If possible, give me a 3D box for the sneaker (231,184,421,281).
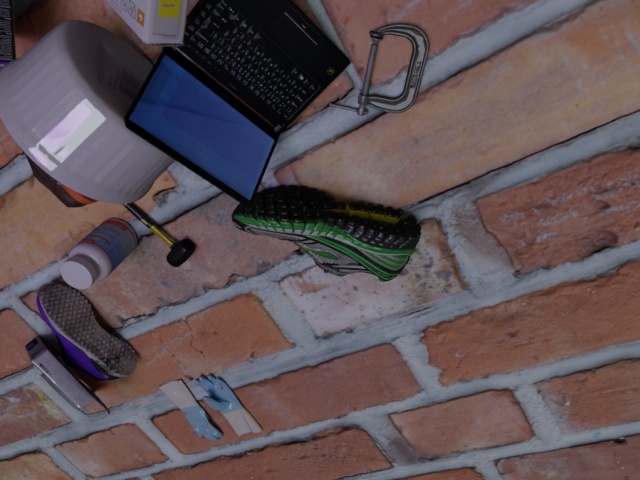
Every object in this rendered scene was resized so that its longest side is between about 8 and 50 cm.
[{"bbox_3d":[0.000,0.000,0.910,0.344,0.134,0.146,15,123,3],"label":"sneaker"}]

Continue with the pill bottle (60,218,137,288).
[{"bbox_3d":[-0.452,0.027,1.010,0.087,0.160,0.087,5,121,9],"label":"pill bottle"}]

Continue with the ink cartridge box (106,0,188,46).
[{"bbox_3d":[-0.250,-0.464,0.623,0.303,0.072,0.307,48,133,27],"label":"ink cartridge box"}]

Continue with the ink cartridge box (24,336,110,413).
[{"bbox_3d":[-0.641,0.348,1.243,0.223,0.045,0.224,-3,127,56],"label":"ink cartridge box"}]

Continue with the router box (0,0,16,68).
[{"bbox_3d":[-0.524,-0.371,0.792,0.046,0.179,0.133,-6,131,-34],"label":"router box"}]

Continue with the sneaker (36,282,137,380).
[{"bbox_3d":[-0.599,0.242,1.206,0.146,0.102,0.293,-24,111,29],"label":"sneaker"}]

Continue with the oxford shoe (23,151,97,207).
[{"bbox_3d":[-0.544,-0.175,0.953,0.098,0.097,0.271,-17,115,27],"label":"oxford shoe"}]

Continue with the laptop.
[{"bbox_3d":[-0.113,-0.227,0.742,0.264,0.136,0.234,-40,127,21],"label":"laptop"}]

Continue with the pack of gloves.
[{"bbox_3d":[-0.295,0.454,1.297,0.195,0.046,0.232,-22,113,22],"label":"pack of gloves"}]

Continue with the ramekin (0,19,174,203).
[{"bbox_3d":[-0.341,-0.208,0.788,0.135,0.277,0.277,-33,109,19],"label":"ramekin"}]

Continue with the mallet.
[{"bbox_3d":[-0.354,-0.018,1.039,0.190,0.039,0.062,38,117,-6],"label":"mallet"}]

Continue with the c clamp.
[{"bbox_3d":[0.097,-0.270,0.794,0.137,0.022,0.160,18,123,2],"label":"c clamp"}]
